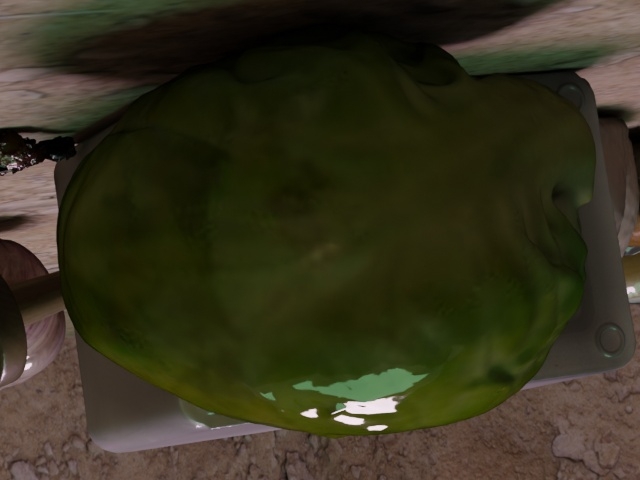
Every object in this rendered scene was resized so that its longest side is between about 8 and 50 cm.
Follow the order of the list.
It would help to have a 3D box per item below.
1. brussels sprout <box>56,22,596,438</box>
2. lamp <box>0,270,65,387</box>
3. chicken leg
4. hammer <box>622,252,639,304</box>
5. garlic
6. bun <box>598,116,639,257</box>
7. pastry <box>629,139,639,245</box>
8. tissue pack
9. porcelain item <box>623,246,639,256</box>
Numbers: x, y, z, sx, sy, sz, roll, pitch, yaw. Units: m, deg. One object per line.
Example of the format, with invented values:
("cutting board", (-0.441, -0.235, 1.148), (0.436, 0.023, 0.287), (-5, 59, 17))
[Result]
("brussels sprout", (0.000, 0.000, 0.773), (0.223, 0.161, 0.223), (-3, 170, 0))
("lamp", (-0.100, 0.017, 1.050), (0.214, 0.121, 0.121), (-22, -175, -36))
("chicken leg", (-0.154, -0.040, 0.915), (0.083, 0.021, 0.036), (-12, 168, -18))
("hammer", (0.171, 0.003, 1.598), (0.305, 0.113, 0.202), (-4, 175, 21))
("garlic", (-0.247, 0.043, 1.322), (0.147, 0.102, 0.159), (-8, 153, 28))
("bun", (0.078, 0.026, 1.208), (0.263, 0.175, 0.263), (-8, 178, 0))
("pastry", (0.247, -0.035, 1.317), (0.153, 0.081, 0.153), (-9, -174, 1))
("tissue pack", (0.012, 0.010, 0.964), (0.246, 0.159, 0.136), (-5, 174, -25))
("porcelain item", (0.269, -0.031, 1.430), (0.215, 0.081, 0.069), (-9, 173, -1))
